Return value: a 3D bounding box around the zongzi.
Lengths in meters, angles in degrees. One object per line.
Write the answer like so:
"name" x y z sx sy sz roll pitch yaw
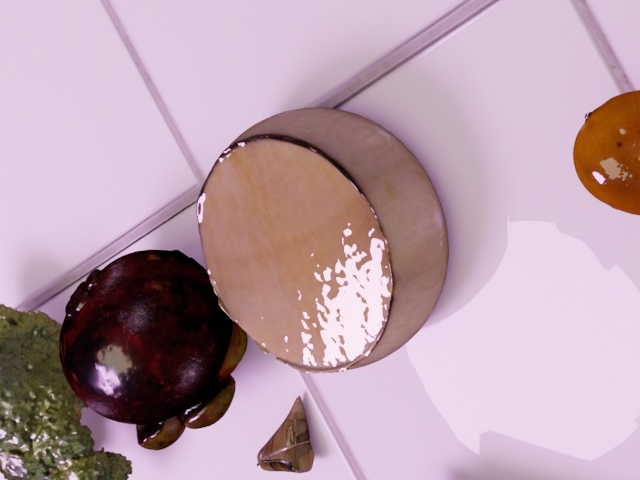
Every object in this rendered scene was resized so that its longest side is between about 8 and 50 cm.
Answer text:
"zongzi" -0.043 0.210 1.525 0.076 0.040 0.083 -8 91 49

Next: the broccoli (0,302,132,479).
"broccoli" -0.308 0.217 1.677 0.254 0.186 0.302 23 154 55

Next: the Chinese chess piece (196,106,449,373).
"Chinese chess piece" 0.000 0.000 1.349 0.257 0.104 0.257 17 118 35

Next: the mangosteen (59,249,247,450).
"mangosteen" -0.177 0.109 1.495 0.209 0.210 0.210 17 119 34

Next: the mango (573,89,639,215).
"mango" 0.279 -0.063 1.103 0.159 0.084 0.105 20 111 5
